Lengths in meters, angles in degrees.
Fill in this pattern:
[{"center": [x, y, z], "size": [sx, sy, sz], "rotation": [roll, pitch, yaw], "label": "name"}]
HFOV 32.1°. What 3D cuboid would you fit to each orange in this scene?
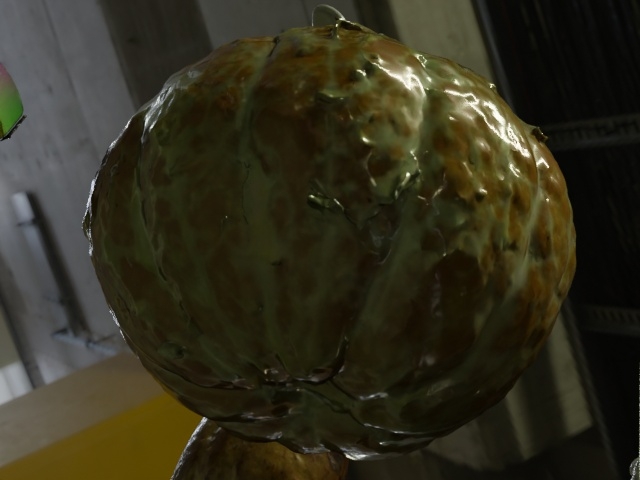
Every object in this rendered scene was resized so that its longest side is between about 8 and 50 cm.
[{"center": [0.005, 0.012, 0.760], "size": [0.329, 0.329, 0.249], "rotation": [106, -5, -53], "label": "orange"}]

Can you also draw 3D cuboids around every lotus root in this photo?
[{"center": [-0.055, 0.230, 1.106], "size": [0.169, 0.314, 0.141], "rotation": [-6, -46, 35], "label": "lotus root"}]

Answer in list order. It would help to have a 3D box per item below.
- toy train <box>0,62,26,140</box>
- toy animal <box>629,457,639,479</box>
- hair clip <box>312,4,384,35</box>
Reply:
[{"center": [-0.407, -0.088, 1.095], "size": [0.100, 0.160, 0.296], "rotation": [61, 19, -24], "label": "toy train"}, {"center": [0.529, 0.405, 1.408], "size": [0.181, 0.180, 0.363], "rotation": [43, -21, 57], "label": "toy animal"}, {"center": [0.042, -0.216, 1.690], "size": [0.172, 0.113, 0.282], "rotation": [156, -63, -64], "label": "hair clip"}]
